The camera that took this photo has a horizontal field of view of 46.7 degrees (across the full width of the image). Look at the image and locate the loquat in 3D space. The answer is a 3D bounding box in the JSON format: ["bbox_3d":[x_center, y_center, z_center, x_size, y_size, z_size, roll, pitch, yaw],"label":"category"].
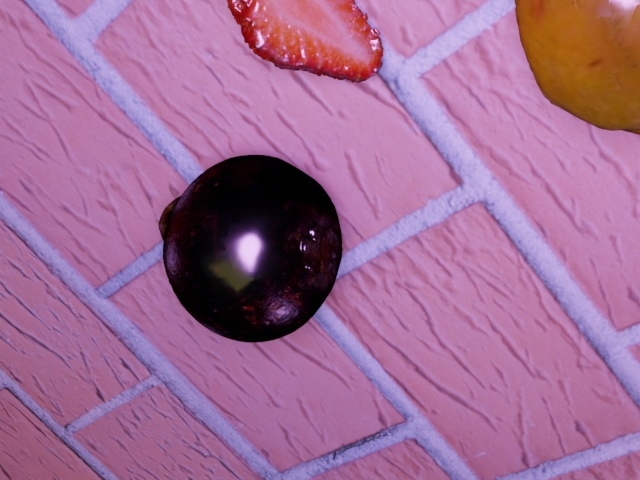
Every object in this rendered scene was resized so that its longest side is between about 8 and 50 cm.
[{"bbox_3d":[0.361,-0.261,0.858,0.276,0.276,0.283,9,126,14],"label":"loquat"}]

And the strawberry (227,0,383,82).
[{"bbox_3d":[-0.033,-0.316,1.053,0.175,0.107,0.236,-31,112,-7],"label":"strawberry"}]

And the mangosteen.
[{"bbox_3d":[-0.119,0.001,1.166,0.313,0.297,0.297,32,128,25],"label":"mangosteen"}]
